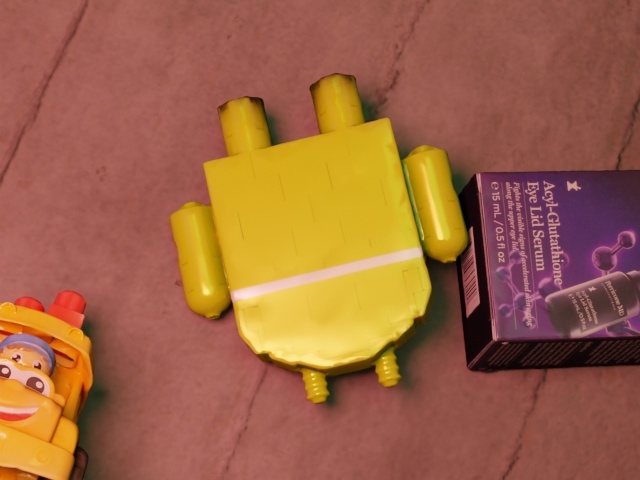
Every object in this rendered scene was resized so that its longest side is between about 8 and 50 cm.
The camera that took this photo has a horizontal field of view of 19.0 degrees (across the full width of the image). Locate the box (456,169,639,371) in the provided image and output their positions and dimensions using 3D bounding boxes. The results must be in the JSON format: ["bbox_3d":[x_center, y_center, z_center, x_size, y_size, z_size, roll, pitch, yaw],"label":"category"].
[{"bbox_3d":[0.228,0.025,1.655,0.207,0.108,0.153,-3,73,-10],"label":"box"}]

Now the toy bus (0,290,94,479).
[{"bbox_3d":[-0.238,0.122,1.497,0.149,0.220,0.211,23,65,-5],"label":"toy bus"}]

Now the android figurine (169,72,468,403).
[{"bbox_3d":[0.000,0.000,1.627,0.248,0.056,0.273,-15,76,2],"label":"android figurine"}]
